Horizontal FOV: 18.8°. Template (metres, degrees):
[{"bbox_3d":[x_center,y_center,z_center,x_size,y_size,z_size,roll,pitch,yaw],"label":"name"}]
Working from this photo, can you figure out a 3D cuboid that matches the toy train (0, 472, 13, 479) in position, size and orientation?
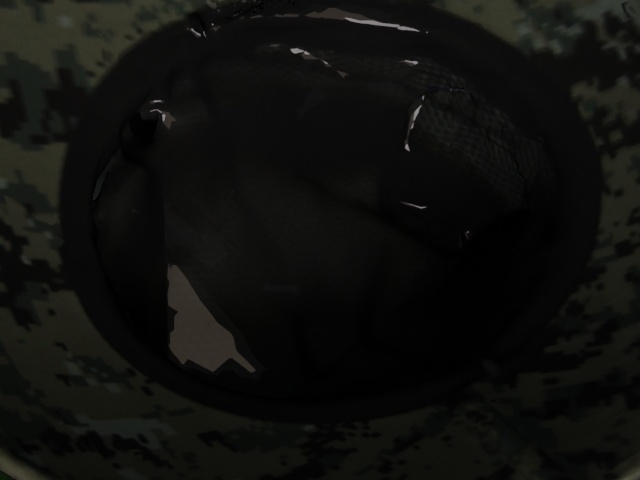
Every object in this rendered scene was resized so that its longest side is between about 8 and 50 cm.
[{"bbox_3d":[-0.088,0.156,0.513,0.299,0.238,0.167,-10,116,-41],"label":"toy train"}]

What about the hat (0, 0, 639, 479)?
[{"bbox_3d":[0.000,0.000,0.550,0.265,0.266,0.128,-12,148,-17],"label":"hat"}]
